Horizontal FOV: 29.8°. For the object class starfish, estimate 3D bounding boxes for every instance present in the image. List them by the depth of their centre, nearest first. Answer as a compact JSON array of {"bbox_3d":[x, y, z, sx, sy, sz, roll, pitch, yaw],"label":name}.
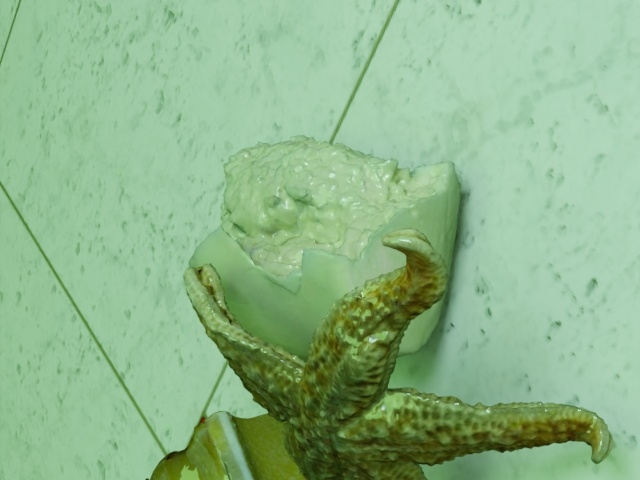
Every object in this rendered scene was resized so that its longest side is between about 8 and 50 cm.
[{"bbox_3d":[0.026,0.115,0.875,0.327,0.094,0.375,33,142,7],"label":"starfish"}]

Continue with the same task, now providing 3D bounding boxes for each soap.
[{"bbox_3d":[-0.056,0.319,1.050,0.259,0.143,0.281,-58,47,48],"label":"soap"}]

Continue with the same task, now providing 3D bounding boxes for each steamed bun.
[{"bbox_3d":[0.000,0.000,0.992,0.225,0.170,0.200,-7,78,48],"label":"steamed bun"}]
